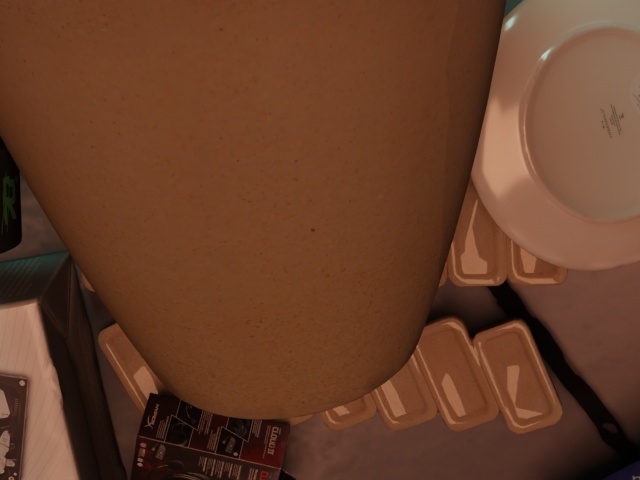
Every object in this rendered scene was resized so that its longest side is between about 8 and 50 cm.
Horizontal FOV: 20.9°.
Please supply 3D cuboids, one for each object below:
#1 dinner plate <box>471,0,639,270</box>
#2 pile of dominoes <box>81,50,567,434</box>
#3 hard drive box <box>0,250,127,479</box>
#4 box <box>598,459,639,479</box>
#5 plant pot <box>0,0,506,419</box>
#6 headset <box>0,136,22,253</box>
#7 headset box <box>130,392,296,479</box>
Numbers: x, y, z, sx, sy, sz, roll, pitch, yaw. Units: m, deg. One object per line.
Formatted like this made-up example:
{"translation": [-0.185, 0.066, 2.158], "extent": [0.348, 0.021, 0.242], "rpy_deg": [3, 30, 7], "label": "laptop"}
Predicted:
{"translation": [0.134, -0.055, 0.826], "extent": [0.141, 0.017, 0.141], "rpy_deg": [-2, 95, -22], "label": "dinner plate"}
{"translation": [0.000, 0.000, 0.882], "extent": [0.251, 0.040, 0.196], "rpy_deg": [-1, 107, 11], "label": "pile of dominoes"}
{"translation": [-0.226, 0.119, 0.889], "extent": [0.232, 0.089, 0.181], "rpy_deg": [-10, 105, 6], "label": "hard drive box"}
{"translation": [0.223, 0.167, 0.818], "extent": [0.207, 0.153, 0.108], "rpy_deg": [-33, 126, 21], "label": "box"}
{"translation": [-0.033, -0.070, 0.736], "extent": [0.256, 0.256, 0.274], "rpy_deg": [-4, 122, 4], "label": "plant pot"}
{"translation": [-0.319, -0.049, 0.782], "extent": [0.394, 0.243, 0.185], "rpy_deg": [2, 96, 28], "label": "headset"}
{"translation": [-0.054, 0.117, 0.897], "extent": [0.083, 0.032, 0.062], "rpy_deg": [14, 134, -1], "label": "headset box"}
